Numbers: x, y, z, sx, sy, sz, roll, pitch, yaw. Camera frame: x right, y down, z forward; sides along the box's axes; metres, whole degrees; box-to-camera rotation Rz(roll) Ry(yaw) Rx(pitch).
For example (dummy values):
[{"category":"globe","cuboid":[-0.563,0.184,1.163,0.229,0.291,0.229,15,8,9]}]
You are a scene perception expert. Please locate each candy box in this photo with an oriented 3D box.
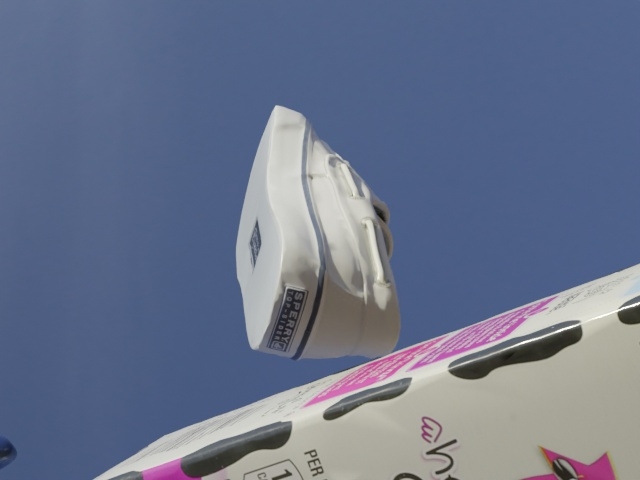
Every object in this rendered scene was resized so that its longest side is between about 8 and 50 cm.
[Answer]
[{"category":"candy box","cuboid":[0.056,0.104,0.476,0.071,0.233,0.159,-27,-86,-61]}]

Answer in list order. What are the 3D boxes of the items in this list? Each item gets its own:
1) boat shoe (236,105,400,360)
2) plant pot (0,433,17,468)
[{"category":"boat shoe","cuboid":[0.000,0.000,1.025,0.084,0.258,0.095,13,-62,-10]},{"category":"plant pot","cuboid":[-0.253,0.215,0.822,0.236,0.236,0.212,-6,-110,-54]}]
